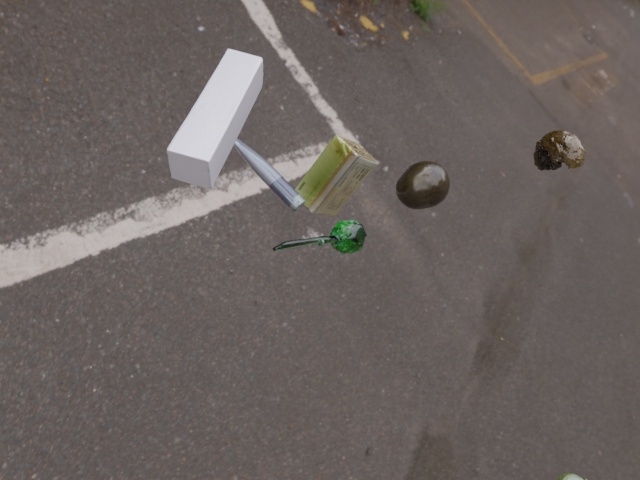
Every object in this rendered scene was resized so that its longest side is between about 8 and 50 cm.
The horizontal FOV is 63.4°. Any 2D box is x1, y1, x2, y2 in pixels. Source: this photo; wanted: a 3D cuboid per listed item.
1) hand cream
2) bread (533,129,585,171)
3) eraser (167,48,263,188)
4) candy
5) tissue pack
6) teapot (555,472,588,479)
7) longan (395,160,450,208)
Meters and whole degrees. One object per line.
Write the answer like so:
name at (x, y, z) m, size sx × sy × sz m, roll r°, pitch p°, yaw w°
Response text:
hand cream at (-0.144, -0.179, 1.374) m, size 0.255 × 0.079 × 0.048 m, roll 44°, pitch 84°, yaw 2°
bread at (0.477, -0.181, 1.054) m, size 0.060 × 0.113 × 0.082 m, roll -16°, pitch 94°, yaw -11°
eraser at (-0.190, -0.237, 0.979) m, size 0.078 × 0.076 × 0.298 m, roll 15°, pitch 55°, yaw 3°
candy at (-0.002, 0.001, 1.292) m, size 0.324 × 0.097 × 0.097 m, roll -8°, pitch 63°, yaw -48°
tissue pack at (0.050, -0.200, 1.631) m, size 0.125 × 0.234 × 0.159 m, roll 47°, pitch 21°, yaw 21°
teapot at (0.394, 0.399, 0.748) m, size 0.124 × 0.092 × 0.090 m, roll 50°, pitch 56°, yaw -26°
longan at (0.341, -0.184, 1.738) m, size 0.187 × 0.167 × 0.167 m, roll -34°, pitch 82°, yaw -28°
